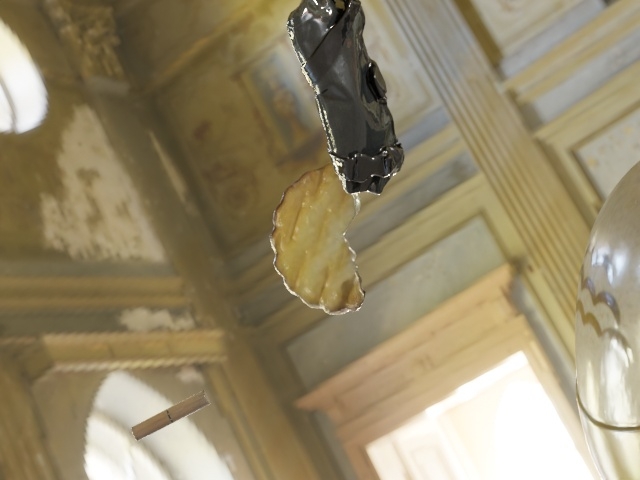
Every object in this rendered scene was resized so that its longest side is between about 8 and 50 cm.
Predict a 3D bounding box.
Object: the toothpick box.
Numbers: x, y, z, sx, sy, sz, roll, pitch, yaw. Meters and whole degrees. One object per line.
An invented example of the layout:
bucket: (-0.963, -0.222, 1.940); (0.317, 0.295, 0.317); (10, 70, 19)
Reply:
toothpick box: (0.467, 0.129, 1.310); (0.409, 0.425, 0.409); (0, 14, 0)

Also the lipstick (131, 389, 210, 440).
lipstick: (-0.170, 0.199, 1.454); (0.094, 0.019, 0.019); (-27, -17, 5)

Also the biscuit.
biscuit: (0.000, 0.000, 1.531); (0.118, 0.183, 0.061); (-7, -7, 20)

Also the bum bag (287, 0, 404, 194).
bum bag: (0.027, -0.126, 1.066); (0.049, 0.197, 0.087); (6, 32, 45)
